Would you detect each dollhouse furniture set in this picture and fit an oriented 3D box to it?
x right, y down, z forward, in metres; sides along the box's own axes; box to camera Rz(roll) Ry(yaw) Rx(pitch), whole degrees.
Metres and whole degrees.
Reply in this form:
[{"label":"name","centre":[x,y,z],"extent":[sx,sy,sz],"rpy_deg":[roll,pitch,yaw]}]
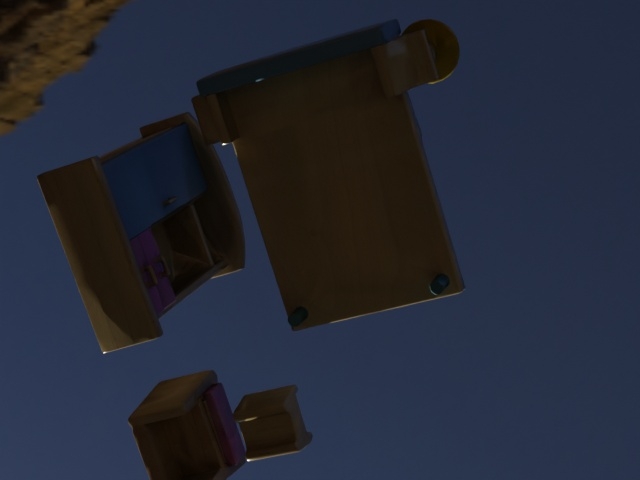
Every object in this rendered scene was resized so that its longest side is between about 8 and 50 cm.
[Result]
[{"label":"dollhouse furniture set","centre":[0.000,0.000,1.189],"extent":[0.303,0.198,0.286],"rpy_deg":[-16,-81,21]}]
